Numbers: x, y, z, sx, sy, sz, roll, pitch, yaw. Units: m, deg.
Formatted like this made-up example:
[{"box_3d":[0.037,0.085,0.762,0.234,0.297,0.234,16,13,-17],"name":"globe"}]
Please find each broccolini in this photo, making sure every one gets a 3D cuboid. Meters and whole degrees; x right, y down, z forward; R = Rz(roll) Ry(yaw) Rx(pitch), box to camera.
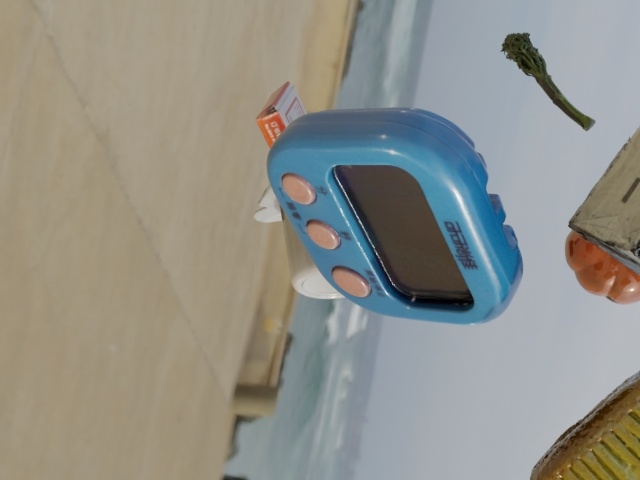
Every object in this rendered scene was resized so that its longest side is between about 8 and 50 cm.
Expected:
[{"box_3d":[0.350,-0.247,1.649,0.051,0.054,0.239,56,4,-47],"name":"broccolini"}]

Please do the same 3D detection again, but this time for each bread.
[{"box_3d":[0.388,0.264,1.348,0.253,0.142,0.227,-42,168,17],"name":"bread"}]

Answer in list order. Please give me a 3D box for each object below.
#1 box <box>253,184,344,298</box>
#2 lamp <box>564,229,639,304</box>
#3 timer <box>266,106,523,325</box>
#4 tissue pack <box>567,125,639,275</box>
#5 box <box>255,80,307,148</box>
[{"box_3d":[0.000,0.000,2.179,0.262,0.291,0.206,45,35,-58],"name":"box"},{"box_3d":[0.501,0.013,1.776,0.164,0.188,0.187,0,101,-81],"name":"lamp"},{"box_3d":[0.101,-0.031,1.424,0.115,0.309,0.340,-55,132,-32],"name":"timer"},{"box_3d":[0.546,0.007,1.436,0.210,0.370,0.198,-54,-160,7],"name":"tissue pack"},{"box_3d":[-0.040,-0.163,1.945,0.229,0.050,0.123,64,23,-22],"name":"box"}]
